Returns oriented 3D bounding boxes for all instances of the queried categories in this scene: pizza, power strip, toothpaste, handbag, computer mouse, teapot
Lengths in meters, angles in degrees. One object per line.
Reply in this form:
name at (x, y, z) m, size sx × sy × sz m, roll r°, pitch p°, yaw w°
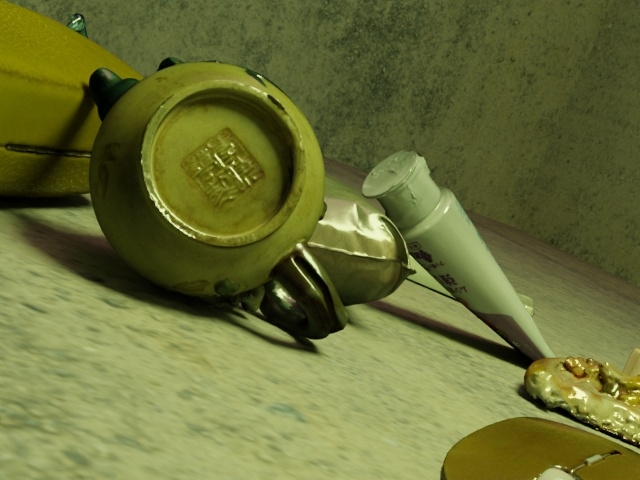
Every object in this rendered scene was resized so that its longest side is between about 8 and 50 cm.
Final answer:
pizza at (0.284, 0.152, 1.013) m, size 0.195 × 0.052 × 0.185 m, roll 26°, pitch 11°, yaw 27°
power strip at (0.192, 0.062, 1.461) m, size 0.192 × 0.035 × 0.081 m, roll 23°, pitch 7°, yaw 8°
toothpaste at (0.154, 0.037, 1.131) m, size 0.299 × 0.073 × 0.114 m, roll 49°, pitch -6°, yaw -24°
handbag at (-0.016, -0.010, 1.064) m, size 0.183 × 0.117 × 0.270 m, roll 13°, pitch 6°, yaw -9°
computer mouse at (0.160, 0.147, 0.644) m, size 0.126 × 0.056 × 0.245 m, roll 26°, pitch 9°, yaw 34°
teapot at (-0.083, -0.029, 0.852) m, size 0.269 × 0.173 × 0.182 m, roll 50°, pitch -20°, yaw -5°

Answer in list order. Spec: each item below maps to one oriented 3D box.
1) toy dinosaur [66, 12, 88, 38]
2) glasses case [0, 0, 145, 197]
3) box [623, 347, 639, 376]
toy dinosaur at (-0.244, -0.153, 1.323) m, size 0.076 × 0.147 × 0.363 m, roll 26°, pitch 0°, yaw 15°
glasses case at (-0.274, -0.114, 0.907) m, size 0.173 × 0.141 × 0.371 m, roll 38°, pitch 10°, yaw 11°
box at (0.391, 0.154, 1.333) m, size 0.025 × 0.048 × 0.115 m, roll 32°, pitch 12°, yaw 34°
